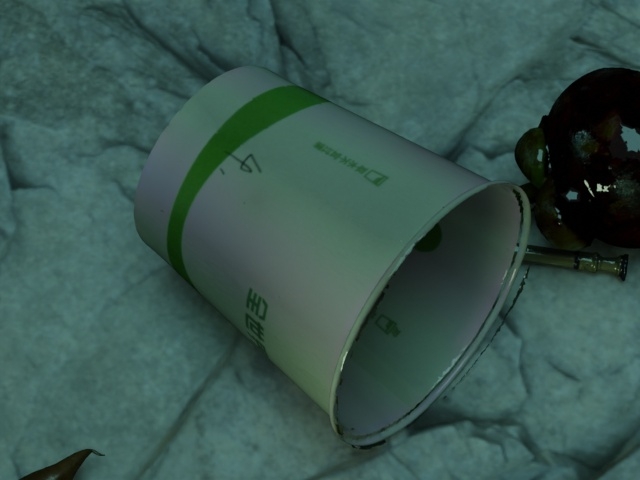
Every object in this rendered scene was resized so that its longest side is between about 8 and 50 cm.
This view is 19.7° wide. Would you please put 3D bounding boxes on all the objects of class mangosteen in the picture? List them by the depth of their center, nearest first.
[{"bbox_3d":[0.257,-0.060,1.621,0.172,0.172,0.184,41,79,19],"label":"mangosteen"}]

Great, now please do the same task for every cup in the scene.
[{"bbox_3d":[0.000,0.000,1.542,0.274,0.253,0.253,34,65,25],"label":"cup"}]

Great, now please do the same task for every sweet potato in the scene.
[{"bbox_3d":[-0.256,0.230,1.505,0.195,0.056,0.056,-37,68,-23],"label":"sweet potato"}]

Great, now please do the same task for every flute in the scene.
[{"bbox_3d":[0.159,0.008,1.650,0.233,0.027,0.027,8,61,3],"label":"flute"}]
